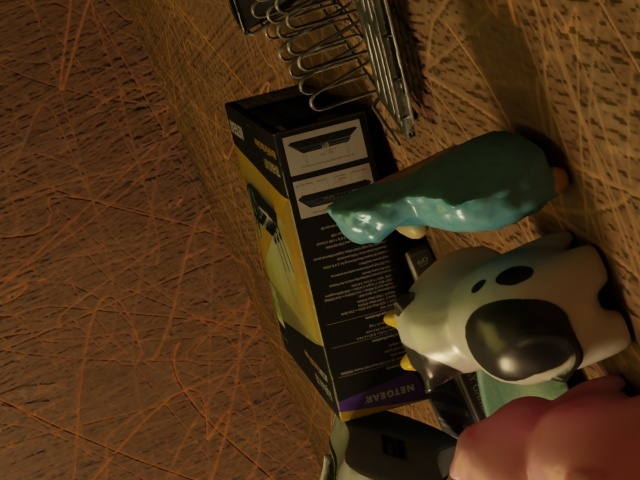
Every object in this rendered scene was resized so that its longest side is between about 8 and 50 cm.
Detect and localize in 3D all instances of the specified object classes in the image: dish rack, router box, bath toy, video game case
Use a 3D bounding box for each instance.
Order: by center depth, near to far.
[{"bbox_3d":[0.125,0.116,1.165,0.151,0.129,0.348,-157,43,-79],"label":"bath toy"},{"bbox_3d":[-0.014,-0.191,1.406,0.271,0.074,0.208,-122,10,-47],"label":"dish rack"},{"bbox_3d":[0.117,0.134,1.677,0.196,0.026,0.274,168,79,-82],"label":"video game case"},{"bbox_3d":[0.000,0.000,1.715,0.309,0.081,0.243,-141,36,-78],"label":"router box"}]

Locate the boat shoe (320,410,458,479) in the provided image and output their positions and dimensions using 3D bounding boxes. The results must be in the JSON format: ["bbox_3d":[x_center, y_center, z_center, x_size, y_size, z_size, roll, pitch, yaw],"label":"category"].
[{"bbox_3d":[0.052,0.209,1.604,0.306,0.113,0.105,-99,27,-81],"label":"boat shoe"}]

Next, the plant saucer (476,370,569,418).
[{"bbox_3d":[0.141,0.125,1.352,0.195,0.037,0.195,162,90,-85],"label":"plant saucer"}]
